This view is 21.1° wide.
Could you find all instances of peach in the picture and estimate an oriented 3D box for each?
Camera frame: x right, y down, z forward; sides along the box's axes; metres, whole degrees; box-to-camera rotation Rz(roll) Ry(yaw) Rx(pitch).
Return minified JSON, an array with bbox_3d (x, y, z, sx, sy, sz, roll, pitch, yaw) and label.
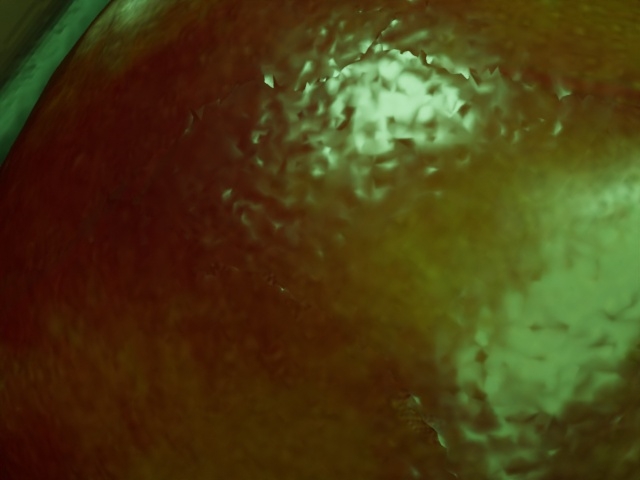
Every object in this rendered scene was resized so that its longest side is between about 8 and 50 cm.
[{"bbox_3d":[0.000,0.000,0.579,0.201,0.258,0.361,35,138,-19],"label":"peach"}]
